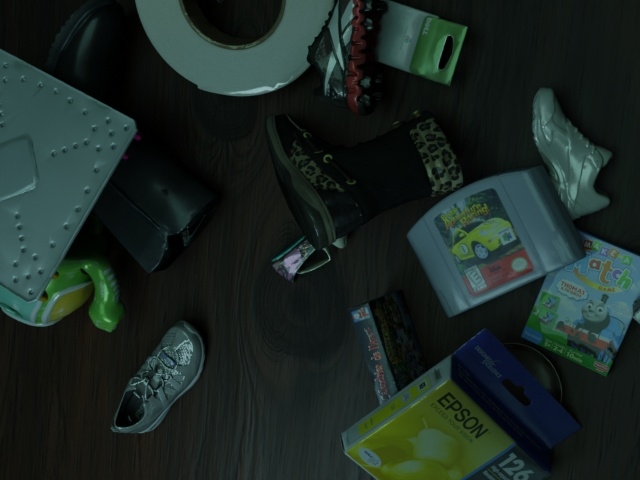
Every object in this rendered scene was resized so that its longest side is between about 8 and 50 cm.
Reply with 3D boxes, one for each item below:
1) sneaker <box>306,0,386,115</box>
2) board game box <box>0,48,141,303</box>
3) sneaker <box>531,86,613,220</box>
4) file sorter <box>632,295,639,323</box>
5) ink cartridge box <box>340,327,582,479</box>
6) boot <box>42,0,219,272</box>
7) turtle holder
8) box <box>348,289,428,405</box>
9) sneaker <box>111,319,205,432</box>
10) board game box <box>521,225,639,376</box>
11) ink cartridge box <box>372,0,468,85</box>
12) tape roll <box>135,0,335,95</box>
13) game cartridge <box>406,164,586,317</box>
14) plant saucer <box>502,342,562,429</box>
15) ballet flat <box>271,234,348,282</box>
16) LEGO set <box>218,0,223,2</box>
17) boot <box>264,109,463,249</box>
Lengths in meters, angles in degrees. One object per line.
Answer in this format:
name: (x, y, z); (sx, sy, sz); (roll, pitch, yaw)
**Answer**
sneaker: (0.040, -0.358, 1.808); (0.135, 0.097, 0.276); (8, 103, 23)
board game box: (-0.584, -0.130, 2.003); (0.390, 0.050, 0.390); (28, 86, 21)
sneaker: (0.423, -0.150, 1.737); (0.115, 0.090, 0.232); (-15, 98, 19)
file sorter: (0.635, 0.069, 1.577); (0.173, 0.193, 0.278); (45, 103, 10)
ink cartridge box: (0.246, 0.337, 1.757); (0.307, 0.072, 0.303); (-37, 118, 17)
boot: (-0.370, -0.205, 2.059); (0.445, 0.146, 0.367); (46, 120, 17)
turtle holder: (-0.545, 0.055, 2.145); (0.320, 0.243, 0.227); (11, 116, -8)
box: (0.135, 0.214, 1.859); (0.044, 0.159, 0.233); (-20, 87, 26)
sneaker: (-0.328, 0.289, 2.108); (0.105, 0.115, 0.281); (35, 109, 18)
board game box: (0.453, 0.100, 1.765); (0.160, 0.039, 0.212); (25, 104, 21)
ink cartridge box: (0.160, -0.355, 1.841); (0.209, 0.062, 0.109); (23, 106, 22)
tape roll: (-0.153, -0.458, 1.907); (0.392, 0.072, 0.392); (5, 114, 13)
game cartridge: (0.287, -0.003, 1.782); (0.294, 0.060, 0.196); (-31, 81, 40)
plant saucer: (0.345, 0.261, 1.838); (0.168, 0.029, 0.168); (3, 97, 24)
ballet flat: (0.000, 0.000, 1.956); (0.079, 0.077, 0.221); (44, 117, -5)
LEGO set: (-0.148, -0.550, 1.950); (0.227, 0.093, 0.087); (-34, 81, 24)
boot: (0.064, -0.147, 1.846); (0.284, 0.377, 0.138); (-20, 123, -5)
